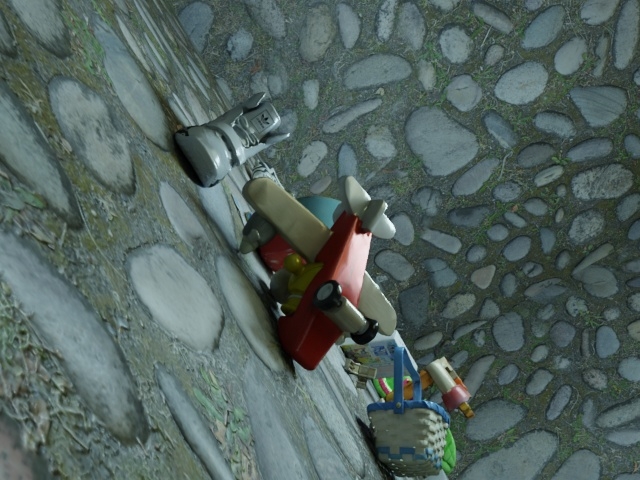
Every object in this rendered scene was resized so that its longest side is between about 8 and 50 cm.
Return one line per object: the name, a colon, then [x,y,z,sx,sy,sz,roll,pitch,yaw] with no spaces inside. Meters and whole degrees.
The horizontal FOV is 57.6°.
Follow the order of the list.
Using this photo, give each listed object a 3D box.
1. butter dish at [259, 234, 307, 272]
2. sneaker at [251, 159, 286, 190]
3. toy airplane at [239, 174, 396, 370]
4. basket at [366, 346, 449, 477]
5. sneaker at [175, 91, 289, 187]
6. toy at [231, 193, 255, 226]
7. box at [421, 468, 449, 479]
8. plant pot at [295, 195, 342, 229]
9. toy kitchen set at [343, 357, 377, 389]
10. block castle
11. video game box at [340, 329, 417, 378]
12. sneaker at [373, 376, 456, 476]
butter dish: [-0.080,0.037,1.426,0.160,0.160,0.118,54,29,-58]
sneaker: [-0.190,-0.215,2.234,0.235,0.094,0.153,45,21,-39]
toy airplane: [0.004,0.054,1.239,0.384,0.272,0.386,-8,80,-53]
basket: [0.229,0.452,1.525,0.255,0.201,0.289,58,35,-49]
sneaker: [-0.189,-0.235,1.293,0.137,0.210,0.366,59,3,-14]
toy: [-0.144,-0.026,1.557,0.137,0.056,0.237,62,3,40]
box: [0.435,0.907,2.004,0.170,0.091,0.130,59,3,-11]
plant pot: [0.000,0.000,2.108,0.290,0.290,0.195,56,41,-54]
toy kitchen set: [0.117,0.405,1.756,0.075,0.083,0.068,55,47,-59]
block castle: [0.360,0.573,1.984,0.213,0.303,0.453,55,1,19]
video game box: [0.198,0.391,1.973,0.187,0.205,0.048,58,34,-31]
sneaker: [0.386,0.700,2.312,0.483,0.185,0.202,62,7,19]
